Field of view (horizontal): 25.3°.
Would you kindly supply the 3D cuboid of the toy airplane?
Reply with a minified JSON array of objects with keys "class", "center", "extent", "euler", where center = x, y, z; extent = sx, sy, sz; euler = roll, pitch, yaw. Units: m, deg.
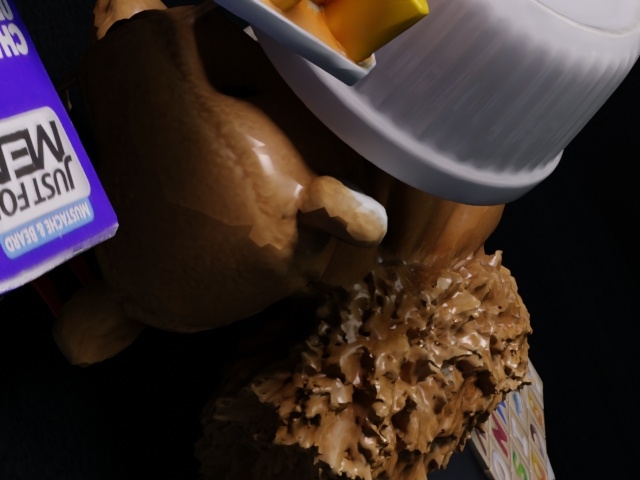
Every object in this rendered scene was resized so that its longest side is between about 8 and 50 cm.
[{"class":"toy airplane","center":[-0.163,-0.009,0.817],"extent":[0.151,0.028,0.151],"euler":[55,22,-35]}]

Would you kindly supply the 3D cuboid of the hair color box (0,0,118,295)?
[{"class":"hair color box","center":[-0.234,-0.110,0.496],"extent":[0.338,0.185,0.110],"euler":[64,19,-6]}]

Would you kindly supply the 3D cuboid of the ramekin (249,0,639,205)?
[{"class":"ramekin","center":[0.070,-0.130,0.725],"extent":[0.207,0.109,0.207],"euler":[27,40,-25]}]

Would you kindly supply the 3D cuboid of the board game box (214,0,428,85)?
[{"class":"board game box","center":[-0.127,-0.288,0.554],"extent":[0.390,0.050,0.390],"euler":[27,39,-48]}]

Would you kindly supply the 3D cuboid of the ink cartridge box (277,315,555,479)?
[{"class":"ink cartridge box","center":[0.068,0.075,1.191],"extent":[0.223,0.129,0.307],"euler":[20,50,-65]}]

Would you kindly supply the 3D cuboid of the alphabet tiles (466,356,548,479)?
[{"class":"alphabet tiles","center":[0.138,0.115,1.123],"extent":[0.198,0.009,0.237],"euler":[59,20,-27]}]

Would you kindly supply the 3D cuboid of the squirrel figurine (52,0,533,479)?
[{"class":"squirrel figurine","center":[0.000,0.000,0.852],"extent":[0.370,0.281,0.397],"euler":[-52,122,-73]}]
